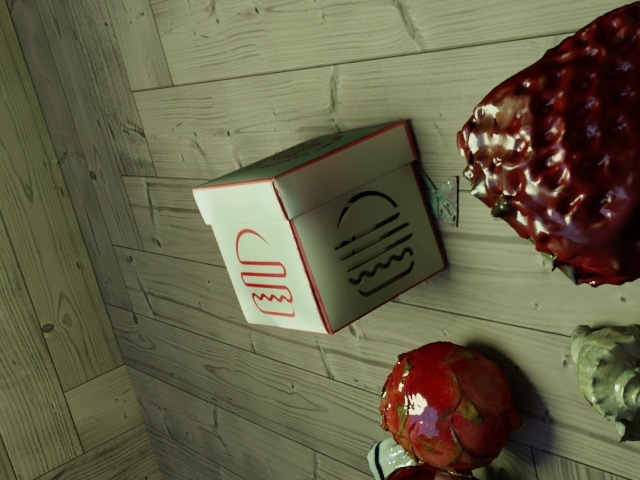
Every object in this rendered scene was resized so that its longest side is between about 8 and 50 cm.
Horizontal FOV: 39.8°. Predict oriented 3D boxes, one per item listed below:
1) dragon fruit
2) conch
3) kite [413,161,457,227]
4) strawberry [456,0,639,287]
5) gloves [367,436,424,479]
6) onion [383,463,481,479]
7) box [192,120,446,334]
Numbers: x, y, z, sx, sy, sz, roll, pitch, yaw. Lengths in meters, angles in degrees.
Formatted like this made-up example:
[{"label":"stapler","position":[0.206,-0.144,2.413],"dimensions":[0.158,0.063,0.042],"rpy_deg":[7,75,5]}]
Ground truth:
[{"label":"dragon fruit","position":[0.233,0.303,1.611],"dimensions":[0.252,0.241,0.241],"rpy_deg":[46,143,31]},{"label":"conch","position":[0.441,0.204,1.329],"dimensions":[0.245,0.162,0.178],"rpy_deg":[-120,34,-73]},{"label":"kite","position":[0.209,-0.090,1.600],"dimensions":[0.153,0.005,0.137],"rpy_deg":[61,149,7]},{"label":"strawberry","position":[0.370,-0.139,1.146],"dimensions":[0.345,0.295,0.317],"rpy_deg":[-53,42,18]},{"label":"gloves","position":[0.173,0.485,1.889],"dimensions":[0.219,0.131,0.140],"rpy_deg":[123,142,-76]},{"label":"onion","position":[0.225,0.500,1.693],"dimensions":[0.252,0.252,0.219],"rpy_deg":[137,146,-56]},{"label":"box","position":[0.000,-0.025,1.659],"dimensions":[0.312,0.314,0.300],"rpy_deg":[-2,111,56]}]
